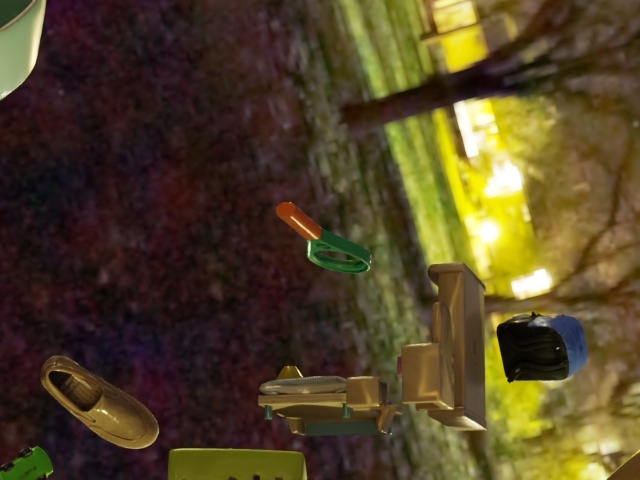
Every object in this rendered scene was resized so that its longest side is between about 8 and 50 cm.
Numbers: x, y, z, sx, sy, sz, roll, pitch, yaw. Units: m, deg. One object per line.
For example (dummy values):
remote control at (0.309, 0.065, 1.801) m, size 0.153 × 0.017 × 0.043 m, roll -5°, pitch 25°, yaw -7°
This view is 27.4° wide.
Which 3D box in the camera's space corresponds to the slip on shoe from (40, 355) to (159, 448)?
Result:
slip on shoe at (-0.220, 0.163, 1.310) m, size 0.135 × 0.051 × 0.041 m, roll 41°, pitch -6°, yaw -9°

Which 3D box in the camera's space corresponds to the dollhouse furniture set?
dollhouse furniture set at (0.044, 0.138, 1.713) m, size 0.286 × 0.303 × 0.198 m, roll 39°, pitch 49°, yaw -65°

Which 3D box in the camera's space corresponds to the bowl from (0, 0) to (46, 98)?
bowl at (-0.521, -0.293, 1.842) m, size 0.163 × 0.311 × 0.311 m, roll 87°, pitch -3°, yaw -47°

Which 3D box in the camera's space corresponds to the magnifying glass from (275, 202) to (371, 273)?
magnifying glass at (0.000, 0.000, 1.832) m, size 0.231 × 0.092 × 0.026 m, roll 43°, pitch 54°, yaw -57°

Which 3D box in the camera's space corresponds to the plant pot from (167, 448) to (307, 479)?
plant pot at (-0.137, 0.483, 2.137) m, size 0.227 × 0.228 × 0.207 m, roll 89°, pitch 1°, yaw -49°

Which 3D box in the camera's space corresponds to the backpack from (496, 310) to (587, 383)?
backpack at (0.334, 0.151, 1.935) m, size 0.101 × 0.120 × 0.098 m, roll -27°, pitch 106°, yaw -39°

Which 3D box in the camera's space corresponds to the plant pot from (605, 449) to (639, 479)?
plant pot at (0.505, 0.455, 2.052) m, size 0.237 × 0.254 × 0.237 m, roll 42°, pitch -38°, yaw 43°

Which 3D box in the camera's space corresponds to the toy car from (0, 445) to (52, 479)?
toy car at (-0.499, 0.390, 1.994) m, size 0.225 × 0.053 × 0.239 m, roll -35°, pitch 96°, yaw -52°
